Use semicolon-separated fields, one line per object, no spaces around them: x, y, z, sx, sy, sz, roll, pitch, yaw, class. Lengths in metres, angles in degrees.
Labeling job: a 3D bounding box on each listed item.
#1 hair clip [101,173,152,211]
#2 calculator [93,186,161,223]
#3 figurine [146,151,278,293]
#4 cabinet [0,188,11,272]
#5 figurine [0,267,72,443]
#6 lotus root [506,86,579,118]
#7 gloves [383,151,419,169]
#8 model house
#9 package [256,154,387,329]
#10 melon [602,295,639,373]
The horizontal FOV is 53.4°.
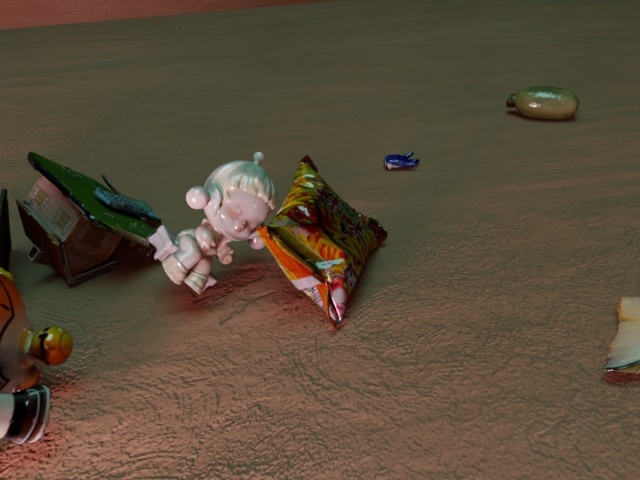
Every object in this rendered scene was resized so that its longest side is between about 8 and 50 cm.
-0.412;-0.095;1.347;0.054;0.137;0.022;38;88;36;hair clip
-0.383;-0.069;1.272;0.057;0.172;0.018;38;93;23;calculator
-0.164;-0.036;1.103;0.257;0.182;0.144;-46;22;-2;figurine
-0.659;0.017;1.144;0.174;0.148;0.215;-3;31;-22;cabinet
-0.516;0.159;0.878;0.320;0.196;0.323;-20;45;-12;figurine
0.587;-0.368;1.686;0.183;0.077;0.090;10;35;18;lotus root
0.190;-0.189;1.499;0.086;0.026;0.064;-5;31;0;gloves
-0.464;-0.019;1.232;0.294;0.207;0.154;36;92;34;model house
-0.004;-0.006;1.098;0.108;0.223;0.288;-32;16;30;package
0.476;0.143;0.932;0.098;0.054;0.182;8;34;29;melon
